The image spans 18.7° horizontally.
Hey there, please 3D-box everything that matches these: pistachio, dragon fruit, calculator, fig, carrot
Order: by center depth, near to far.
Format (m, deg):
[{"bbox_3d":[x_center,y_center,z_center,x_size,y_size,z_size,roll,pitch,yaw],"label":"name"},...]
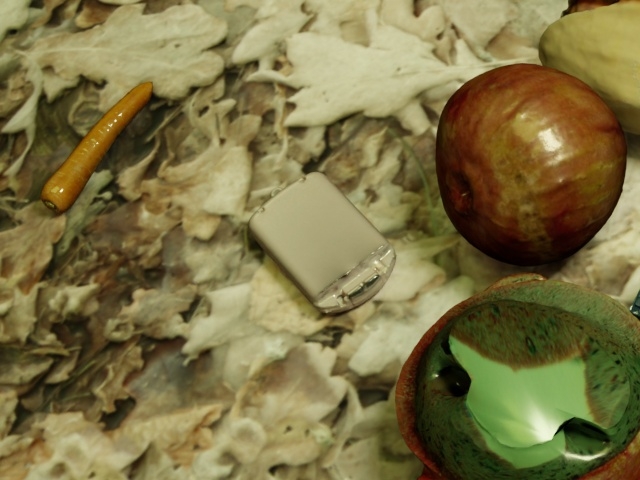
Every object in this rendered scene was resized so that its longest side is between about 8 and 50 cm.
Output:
[{"bbox_3d":[0.192,0.149,1.727,0.268,0.130,0.295,-24,52,-4],"label":"dragon fruit"},{"bbox_3d":[0.204,-0.076,1.841,0.205,0.205,0.205,-9,55,13],"label":"fig"},{"bbox_3d":[0.316,-0.180,1.890,0.229,0.157,0.157,19,64,42],"label":"pistachio"},{"bbox_3d":[0.000,0.000,1.947,0.100,0.032,0.175,-36,53,-8],"label":"calculator"},{"bbox_3d":[-0.239,-0.107,2.101,0.037,0.037,0.190,21,65,29],"label":"carrot"}]

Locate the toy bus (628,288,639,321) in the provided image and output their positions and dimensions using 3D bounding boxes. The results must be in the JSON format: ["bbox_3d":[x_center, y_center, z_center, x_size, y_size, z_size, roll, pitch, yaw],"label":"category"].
[{"bbox_3d":[0.343,0.017,1.798,0.047,0.065,0.166,23,69,31],"label":"toy bus"}]
